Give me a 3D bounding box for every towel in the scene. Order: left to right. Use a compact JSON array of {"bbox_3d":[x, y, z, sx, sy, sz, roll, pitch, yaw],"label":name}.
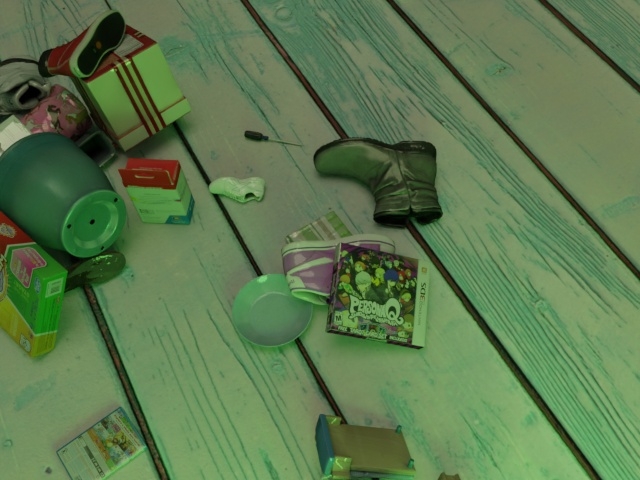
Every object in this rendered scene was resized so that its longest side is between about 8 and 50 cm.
[{"bbox_3d":[0.000,0.000,1.859,0.152,0.023,0.113,-28,62,-15],"label":"towel"}]

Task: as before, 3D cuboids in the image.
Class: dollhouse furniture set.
[{"bbox_3d":[0.129,0.521,1.492,0.286,0.198,0.303,9,24,-15],"label":"dollhouse furniture set"}]

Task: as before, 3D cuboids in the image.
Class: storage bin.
[{"bbox_3d":[-0.651,-0.236,2.025,0.135,0.098,0.091,-46,38,-21],"label":"storage bin"}]

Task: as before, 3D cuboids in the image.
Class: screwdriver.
[{"bbox_3d":[-0.132,-0.285,2.044,0.169,0.025,0.024,10,59,12],"label":"screwdriver"}]

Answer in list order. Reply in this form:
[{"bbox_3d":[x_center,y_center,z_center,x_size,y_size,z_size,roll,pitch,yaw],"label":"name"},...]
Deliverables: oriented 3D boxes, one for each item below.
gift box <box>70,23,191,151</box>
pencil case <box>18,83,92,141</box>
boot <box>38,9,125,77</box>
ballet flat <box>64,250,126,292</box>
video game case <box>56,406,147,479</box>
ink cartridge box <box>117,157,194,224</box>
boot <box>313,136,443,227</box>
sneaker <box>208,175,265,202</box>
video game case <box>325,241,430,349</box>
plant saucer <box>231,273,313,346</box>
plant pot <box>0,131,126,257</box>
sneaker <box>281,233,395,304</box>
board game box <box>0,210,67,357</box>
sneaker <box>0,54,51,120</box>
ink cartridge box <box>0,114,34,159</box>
[{"bbox_3d":[-0.533,-0.426,2.038,0.255,0.258,0.276,-32,41,-13],"label":"gift box"},{"bbox_3d":[-0.807,-0.262,2.009,0.167,0.160,0.386,38,67,9],"label":"pencil case"},{"bbox_3d":[-0.635,-0.519,1.923,0.176,0.088,0.244,5,51,29],"label":"boot"},{"bbox_3d":[-0.609,0.087,1.826,0.249,0.084,0.058,-27,36,-8],"label":"ballet flat"},{"bbox_3d":[-0.481,0.461,1.608,0.166,0.015,0.119,-35,61,-16],"label":"video game case"},{"bbox_3d":[-0.412,-0.135,1.850,0.134,0.231,0.078,3,58,6],"label":"ink cartridge box"},{"bbox_3d":[0.143,-0.146,1.886,0.338,0.118,0.223,-2,63,9],"label":"boot"},{"bbox_3d":[-0.223,-0.134,1.940,0.152,0.054,0.061,-2,60,3],"label":"sneaker"},{"bbox_3d":[0.136,0.128,1.685,0.232,0.042,0.210,13,69,-13],"label":"video game case"},{"bbox_3d":[-0.113,0.172,1.747,0.194,0.037,0.195,-3,58,4],"label":"plant saucer"},{"bbox_3d":[-0.628,-0.092,1.800,0.255,0.272,0.271,32,65,30],"label":"plant pot"},{"bbox_3d":[0.055,0.079,1.750,0.282,0.102,0.161,-8,60,-9],"label":"sneaker"},{"bbox_3d":[-0.737,0.090,1.736,0.316,0.242,0.064,35,32,24],"label":"board game box"},{"bbox_3d":[-0.949,-0.405,2.096,0.365,0.137,0.210,-31,44,-19],"label":"sneaker"},{"bbox_3d":[-0.804,-0.202,1.823,0.082,0.140,0.191,41,69,5],"label":"ink cartridge box"}]
